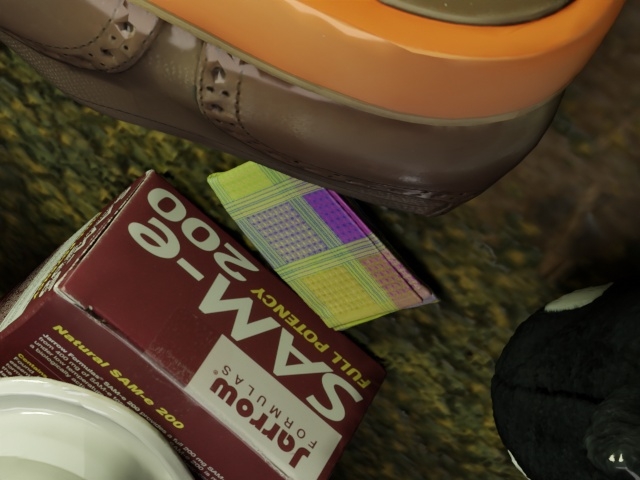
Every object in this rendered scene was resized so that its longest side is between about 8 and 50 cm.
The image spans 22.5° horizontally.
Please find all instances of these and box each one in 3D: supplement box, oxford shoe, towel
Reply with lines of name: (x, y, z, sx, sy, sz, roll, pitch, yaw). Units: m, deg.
supplement box: (-0.094, 0.075, 0.698, 0.130, 0.073, 0.239, 41, 144, -12)
oxford shoe: (-0.101, -0.107, 0.451, 0.364, 0.130, 0.132, 29, 150, 6)
towel: (0.000, 0.000, 0.594, 0.083, 0.009, 0.060, 48, 143, -18)

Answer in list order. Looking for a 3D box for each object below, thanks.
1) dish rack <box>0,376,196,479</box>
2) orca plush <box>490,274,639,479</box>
dish rack: (-0.141, 0.209, 0.711, 0.286, 0.072, 0.333, -12, 128, 24)
orca plush: (0.116, 0.080, 0.427, 0.287, 0.102, 0.151, 48, 130, 51)
